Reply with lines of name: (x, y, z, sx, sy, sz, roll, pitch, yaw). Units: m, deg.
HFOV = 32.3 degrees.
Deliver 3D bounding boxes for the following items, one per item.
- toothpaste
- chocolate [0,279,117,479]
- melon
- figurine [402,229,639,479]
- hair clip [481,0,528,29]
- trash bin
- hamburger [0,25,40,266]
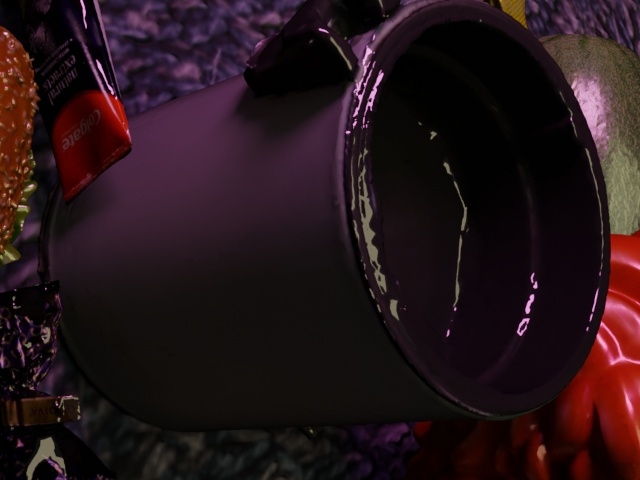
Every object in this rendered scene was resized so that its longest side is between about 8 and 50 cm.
toothpaste: (-0.147, -0.122, 0.639, 0.045, 0.071, 0.193, 3, 65, -44)
chocolate: (-0.155, 0.095, 0.617, 0.072, 0.070, 0.147, -22, 93, -39)
melon: (0.207, -0.028, 0.911, 0.182, 0.182, 0.287, 12, 75, -42)
figurine: (0.229, 0.166, 0.802, 0.412, 0.306, 0.241, 36, 34, -42)
hair clip: (0.194, -0.158, 1.017, 0.072, 0.046, 0.173, -45, 115, -35)
trash bin: (0.000, 0.000, 0.646, 0.277, 0.262, 0.217, 54, 50, -23)
hamburger: (-0.205, -0.057, 0.579, 0.137, 0.087, 0.166, 23, 66, -40)
